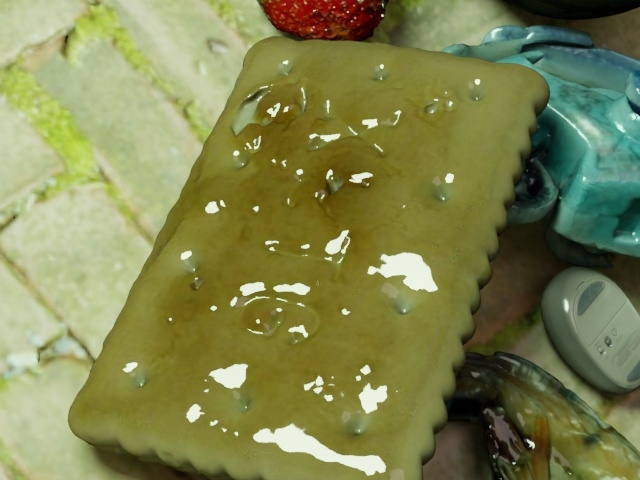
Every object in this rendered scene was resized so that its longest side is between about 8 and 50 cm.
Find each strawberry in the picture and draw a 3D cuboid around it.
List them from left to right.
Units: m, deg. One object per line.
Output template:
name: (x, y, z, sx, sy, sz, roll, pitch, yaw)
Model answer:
strawberry: (0.005, -0.183, 0.952, 0.106, 0.106, 0.106, 9, 65, -21)

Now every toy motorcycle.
toy motorcycle: (0.196, -0.069, 0.969, 0.260, 0.154, 0.206, 10, 42, -15)

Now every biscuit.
biscuit: (0.000, 0.000, 0.830, 0.217, 0.044, 0.325, 9, 56, 22)

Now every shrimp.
shrimp: (0.075, 0.160, 0.843, 0.365, 0.071, 0.233, 10, 48, -24)

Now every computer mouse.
computer mouse: (0.189, 0.063, 0.962, 0.066, 0.039, 0.096, -43, 102, -31)

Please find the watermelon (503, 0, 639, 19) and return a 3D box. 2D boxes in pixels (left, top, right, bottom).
watermelon: (0.184, -0.262, 0.998, 0.212, 0.212, 0.212, 9, 65, -21)
